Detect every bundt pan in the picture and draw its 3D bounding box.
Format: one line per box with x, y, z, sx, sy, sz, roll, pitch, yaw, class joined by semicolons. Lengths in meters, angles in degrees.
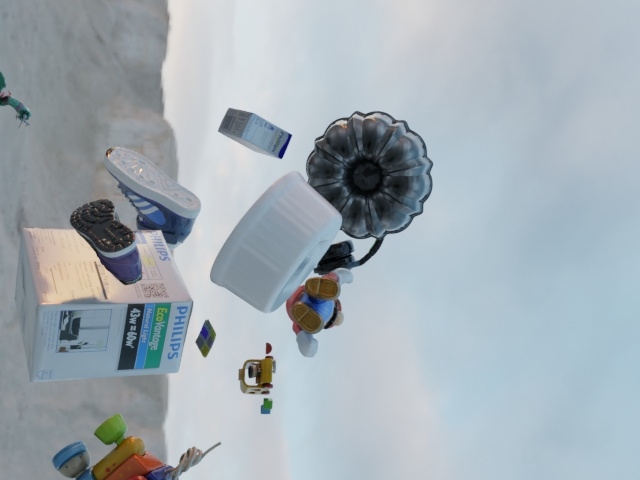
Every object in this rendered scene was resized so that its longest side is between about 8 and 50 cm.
0.112;-0.156;2.021;0.124;0.330;0.331;-38;135;-78;bundt pan

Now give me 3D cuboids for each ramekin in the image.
-0.079;0.012;1.619;0.277;0.135;0.277;-50;172;-10;ramekin

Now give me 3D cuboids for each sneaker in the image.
-0.523;-0.098;2.399;0.236;0.322;0.130;-51;-170;36;sneaker
-0.478;0.010;1.841;0.283;0.107;0.124;43;-29;51;sneaker

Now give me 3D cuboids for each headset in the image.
0.000;0.000;2.263;0.243;0.394;0.185;54;3;2;headset

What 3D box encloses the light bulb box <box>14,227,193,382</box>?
-0.547;0.148;2.046;0.358;0.360;0.225;53;-45;50;light bulb box

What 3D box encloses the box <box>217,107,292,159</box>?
-0.165;-0.271;2.078;0.126;0.137;0.072;23;-93;52;box

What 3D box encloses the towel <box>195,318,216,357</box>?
-0.278;0.238;1.990;0.060;0.009;0.083;55;-49;34;towel

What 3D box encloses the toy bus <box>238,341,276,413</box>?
-0.200;0.412;2.517;0.191;0.104;0.202;-107;-159;-66;toy bus

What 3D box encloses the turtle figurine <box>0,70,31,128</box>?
-0.782;-0.319;1.919;0.118;0.175;0.234;62;-19;10;turtle figurine

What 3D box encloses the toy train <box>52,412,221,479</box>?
-0.270;0.310;1.194;0.248;0.105;0.143;-41;-104;10;toy train

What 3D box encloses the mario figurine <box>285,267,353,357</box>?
0.014;0.166;1.967;0.170;0.198;0.320;63;-3;5;mario figurine
